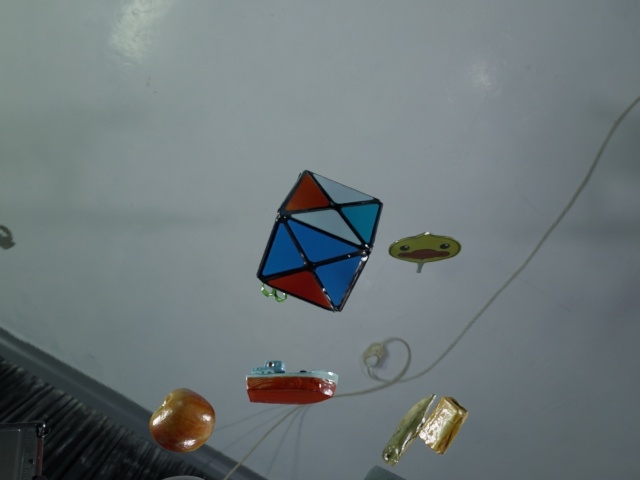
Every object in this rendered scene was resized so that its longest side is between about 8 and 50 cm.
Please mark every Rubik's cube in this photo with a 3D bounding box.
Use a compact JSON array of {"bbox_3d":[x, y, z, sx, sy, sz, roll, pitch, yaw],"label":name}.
[{"bbox_3d":[0.000,0.000,1.149,0.246,0.250,0.248,23,129,-1],"label":"Rubik's cube"}]

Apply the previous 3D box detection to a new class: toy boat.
[{"bbox_3d":[-0.100,0.509,1.568,0.331,0.133,0.145,1,135,1],"label":"toy boat"}]

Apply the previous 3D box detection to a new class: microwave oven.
[{"bbox_3d":[-0.755,0.504,0.937,0.247,0.188,0.178,17,131,-39],"label":"microwave oven"}]

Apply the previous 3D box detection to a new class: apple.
[{"bbox_3d":[-0.421,0.558,1.319,0.173,0.160,0.195,40,128,-15],"label":"apple"}]

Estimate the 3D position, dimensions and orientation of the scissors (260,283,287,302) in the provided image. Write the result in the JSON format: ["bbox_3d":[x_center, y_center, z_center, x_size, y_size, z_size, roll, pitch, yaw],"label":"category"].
[{"bbox_3d":[-0.163,0.132,1.535,0.101,0.204,0.027,32,119,-24],"label":"scissors"}]

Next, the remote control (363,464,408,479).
[{"bbox_3d":[0.219,0.608,0.958,0.107,0.377,0.044,-43,105,-29],"label":"remote control"}]

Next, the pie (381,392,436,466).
[{"bbox_3d":[0.292,0.604,1.399,0.068,0.282,0.129,40,135,19],"label":"pie"}]

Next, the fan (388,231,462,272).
[{"bbox_3d":[0.336,0.048,1.408,0.229,0.335,0.011,-2,66,8],"label":"fan"}]

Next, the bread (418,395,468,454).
[{"bbox_3d":[0.299,0.448,1.049,0.053,0.074,0.132,32,88,-37],"label":"bread"}]

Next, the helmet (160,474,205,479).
[{"bbox_3d":[-0.169,0.326,0.469,0.155,0.175,0.106,15,106,38],"label":"helmet"}]
